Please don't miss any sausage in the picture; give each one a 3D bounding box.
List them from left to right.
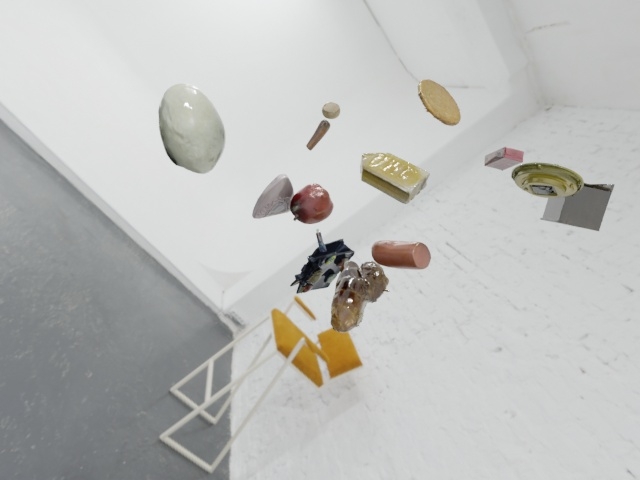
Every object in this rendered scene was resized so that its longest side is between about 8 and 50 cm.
[{"bbox_3d":[0.298,0.054,1.554,0.113,0.113,0.259,51,-26,-24],"label":"sausage"}]

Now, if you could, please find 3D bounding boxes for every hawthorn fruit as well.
[{"bbox_3d":[-0.046,-0.151,1.794,0.185,0.202,0.185,38,-27,24],"label":"hawthorn fruit"}]

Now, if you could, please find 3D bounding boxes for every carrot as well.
[{"bbox_3d":[-0.011,-0.501,1.900,0.055,0.161,0.055,34,-4,3],"label":"carrot"}]

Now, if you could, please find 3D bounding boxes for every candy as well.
[{"bbox_3d":[-0.413,-0.367,1.334,0.295,0.186,0.294,-5,90,-85],"label":"candy"}]

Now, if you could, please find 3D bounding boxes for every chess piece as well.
[{"bbox_3d":[0.047,-0.580,1.789,0.083,0.084,0.038,54,-20,27],"label":"chess piece"}]

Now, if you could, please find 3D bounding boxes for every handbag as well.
[{"bbox_3d":[0.012,0.151,2.208,0.122,0.303,0.329,46,28,20],"label":"handbag"}]

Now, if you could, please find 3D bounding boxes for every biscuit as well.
[{"bbox_3d":[0.526,-0.611,1.779,0.254,0.035,0.253,16,56,-26],"label":"biscuit"}]

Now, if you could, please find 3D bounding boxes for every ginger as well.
[{"bbox_3d":[0.174,0.239,1.783,0.418,0.255,0.176,-63,150,-50],"label":"ginger"}]

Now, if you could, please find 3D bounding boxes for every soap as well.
[{"bbox_3d":[0.265,-0.254,1.533,0.258,0.160,0.080,33,-38,23],"label":"soap"}]

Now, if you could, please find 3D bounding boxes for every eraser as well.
[{"bbox_3d":[-0.189,-0.194,1.790,0.059,0.205,0.243,57,-36,26],"label":"eraser"}]

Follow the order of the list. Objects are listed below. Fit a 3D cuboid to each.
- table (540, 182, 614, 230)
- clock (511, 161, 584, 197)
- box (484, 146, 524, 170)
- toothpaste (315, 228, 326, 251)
[{"bbox_3d":[1.057,-0.156,1.664,0.169,0.192,0.172,12,9,5],"label":"table"},{"bbox_3d":[0.795,-0.200,1.422,0.237,0.056,0.237,20,-9,3],"label":"clock"},{"bbox_3d":[0.864,-0.385,1.893,0.112,0.059,0.156,9,-9,-15],"label":"box"},{"bbox_3d":[0.000,0.000,1.397,0.019,0.027,0.083,-22,98,-58],"label":"toothpaste"}]
